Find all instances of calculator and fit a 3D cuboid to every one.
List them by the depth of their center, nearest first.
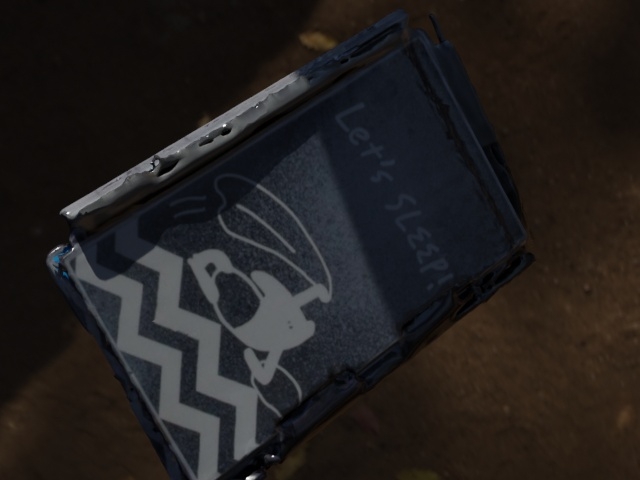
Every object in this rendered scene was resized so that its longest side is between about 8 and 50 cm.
[{"bbox_3d":[0.000,0.000,0.798,0.274,0.165,0.028,-34,13,-33],"label":"calculator"}]
